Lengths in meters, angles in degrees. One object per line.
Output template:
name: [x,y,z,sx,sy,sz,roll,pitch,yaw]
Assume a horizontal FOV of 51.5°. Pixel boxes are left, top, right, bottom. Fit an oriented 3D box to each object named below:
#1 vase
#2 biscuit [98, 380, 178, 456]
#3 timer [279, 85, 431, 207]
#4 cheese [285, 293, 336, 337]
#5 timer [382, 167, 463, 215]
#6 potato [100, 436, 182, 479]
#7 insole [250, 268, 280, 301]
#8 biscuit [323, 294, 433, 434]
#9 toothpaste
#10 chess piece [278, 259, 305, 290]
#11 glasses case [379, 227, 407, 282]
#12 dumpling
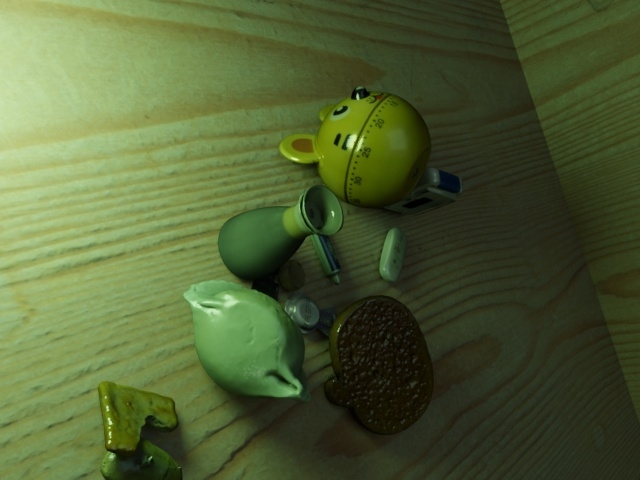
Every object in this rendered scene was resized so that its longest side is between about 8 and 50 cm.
vase: [-0.094,-0.025,1.581,0.173,0.321,0.173,17,63,-35]
biscuit: [-0.356,0.361,1.324,0.183,0.039,0.174,25,20,-40]
timer: [0.113,-0.279,1.925,0.386,0.376,0.376,27,42,18]
cheese: [-0.025,0.204,1.779,0.191,0.042,0.105,25,59,-39]
timer: [0.308,-0.145,2.098,0.178,0.253,0.078,10,68,-42]
potato: [-0.348,0.455,1.321,0.188,0.085,0.105,43,47,-33]
insole: [-0.137,0.143,1.710,0.110,0.012,0.310,30,56,-33]
biscuit: [0.154,0.352,1.845,0.350,0.070,0.394,-20,100,-28]
toothpaste: [0.001,0.000,1.885,0.069,0.047,0.268,-20,86,-35]
chess piece: [-0.076,0.093,1.764,0.083,0.038,0.084,25,58,-48]
glasses case: [0.231,0.045,2.097,0.074,0.049,0.193,40,51,-29]
dumpling: [-0.141,0.228,1.526,0.270,0.211,0.321,-18,95,-43]
